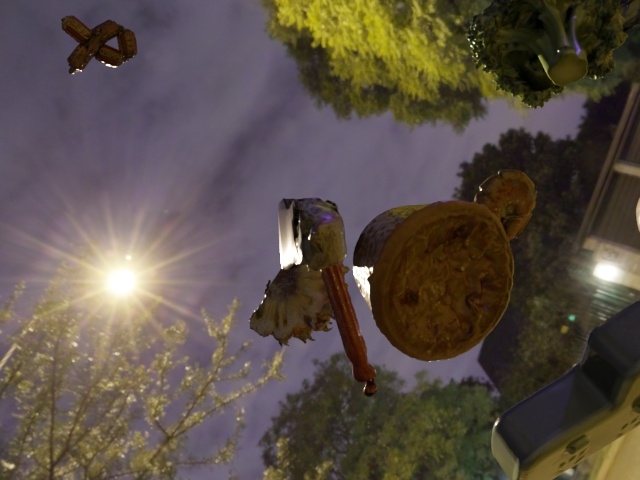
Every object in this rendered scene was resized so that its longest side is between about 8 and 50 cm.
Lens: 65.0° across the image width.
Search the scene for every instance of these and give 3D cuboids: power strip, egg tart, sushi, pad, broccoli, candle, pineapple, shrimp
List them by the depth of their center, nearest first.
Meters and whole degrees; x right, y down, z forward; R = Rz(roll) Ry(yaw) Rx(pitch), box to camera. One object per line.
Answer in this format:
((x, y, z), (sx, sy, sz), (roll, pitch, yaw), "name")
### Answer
((0.284, 0.132, 0.471), (0.264, 0.059, 0.194), (-29, -42, -5), "power strip")
((0.128, 0.038, 0.655), (0.202, 0.147, 0.203), (-5, -76, -20), "egg tart")
((0.001, -0.018, 0.873), (0.109, 0.273, 0.134), (-5, -91, -15), "sushi")
((0.049, 0.154, 1.020), (0.048, 0.051, 0.329), (-22, -84, -50), "candle")
((0.468, -0.410, 1.040), (0.235, 0.288, 0.260), (16, -123, -58), "broccoli")
((0.396, -0.021, 1.154), (0.062, 0.153, 0.294), (-104, 30, -62), "shrimp")
((0.672, -0.509, 1.230), (0.022, 0.233, 0.174), (47, -129, -18), "pad")
((0.014, 0.151, 1.365), (0.344, 0.209, 0.286), (-58, -25, 8), "pineapple")

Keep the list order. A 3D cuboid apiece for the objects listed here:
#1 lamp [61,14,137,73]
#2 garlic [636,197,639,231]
((-0.258, -0.230, 0.593), (0.083, 0.031, 0.063), (-17, -62, -40), "lamp")
((0.686, -0.063, 0.902), (0.245, 0.164, 0.146), (132, 155, -63), "garlic")
